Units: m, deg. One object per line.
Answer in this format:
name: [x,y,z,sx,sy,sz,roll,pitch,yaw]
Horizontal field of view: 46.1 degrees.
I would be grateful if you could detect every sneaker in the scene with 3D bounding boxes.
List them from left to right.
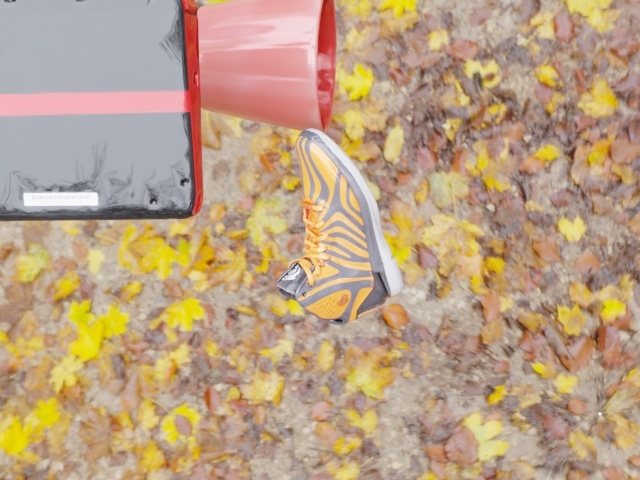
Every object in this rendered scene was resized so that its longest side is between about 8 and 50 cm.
sneaker: [0.000,0.000,1.156,0.180,0.321,0.124,-32,22,-14]

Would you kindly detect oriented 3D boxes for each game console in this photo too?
game console: [-0.358,-0.198,1.033,0.386,0.060,0.342,-1,101,3]

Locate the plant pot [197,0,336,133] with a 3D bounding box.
plant pot: [-0.104,-0.337,1.413,0.243,0.275,0.275,3,78,7]
